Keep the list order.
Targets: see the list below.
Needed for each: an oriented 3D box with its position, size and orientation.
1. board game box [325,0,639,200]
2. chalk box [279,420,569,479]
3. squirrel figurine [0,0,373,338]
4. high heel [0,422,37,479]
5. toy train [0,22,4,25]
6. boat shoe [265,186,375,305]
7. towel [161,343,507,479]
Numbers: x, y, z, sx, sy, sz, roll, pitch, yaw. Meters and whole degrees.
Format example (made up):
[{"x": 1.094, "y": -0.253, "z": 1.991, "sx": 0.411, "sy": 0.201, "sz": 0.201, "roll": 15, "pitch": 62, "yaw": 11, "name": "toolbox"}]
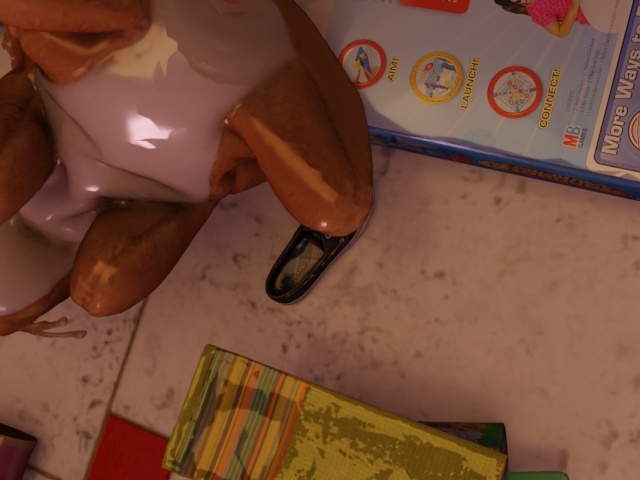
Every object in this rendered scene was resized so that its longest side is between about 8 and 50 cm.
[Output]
[{"x": 0.174, "y": -0.211, "z": 0.644, "sx": 0.302, "sy": 0.086, "sz": 0.308, "roll": 15, "pitch": 89, "yaw": 16, "name": "board game box"}, {"x": 0.087, "y": 0.215, "z": 0.608, "sx": 0.213, "sy": 0.132, "sz": 0.132, "roll": -3, "pitch": 84, "yaw": 16, "name": "chalk box"}, {"x": -0.181, "y": -0.103, "z": 0.659, "sx": 0.370, "sy": 0.281, "sz": 0.396, "roll": -42, "pitch": 33, "yaw": 36, "name": "squirrel figurine"}, {"x": -0.476, "y": 0.229, "z": 0.757, "sx": 0.378, "sy": 0.127, "sz": 0.181, "roll": 15, "pitch": 79, "yaw": 13, "name": "high heel"}, {"x": -0.444, "y": -0.258, "z": 0.798, "sx": 0.334, "sy": 0.142, "sz": 0.190, "roll": -39, "pitch": 65, "yaw": 11, "name": "toy train"}, {"x": 0.000, "y": 0.000, "z": 0.697, "sx": 0.049, "sy": 0.040, "sz": 0.142, "roll": 36, "pitch": 95, "yaw": 15, "name": "boat shoe"}, {"x": 0.004, "y": 0.160, "z": 0.556, "sx": 0.237, "sy": 0.021, "sz": 0.102, "roll": 18, "pitch": 91, "yaw": 15, "name": "towel"}]
